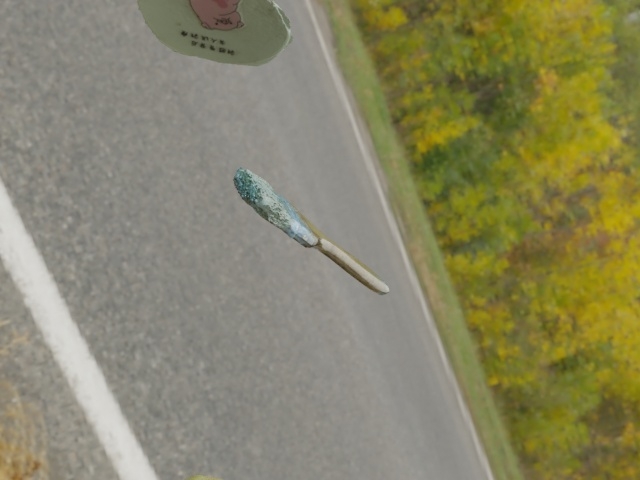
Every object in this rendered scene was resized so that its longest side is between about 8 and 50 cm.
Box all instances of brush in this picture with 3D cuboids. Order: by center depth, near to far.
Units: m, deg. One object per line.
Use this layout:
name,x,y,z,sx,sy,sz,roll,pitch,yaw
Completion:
brush,0.000,0.000,0.916,0.196,0.021,0.070,36,10,-35

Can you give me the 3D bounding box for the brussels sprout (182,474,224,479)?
brussels sprout,-0.158,0.458,1.332,0.227,0.259,0.294,45,45,-34

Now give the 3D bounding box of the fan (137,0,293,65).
fan,-0.108,-0.277,1.128,0.310,0.182,0.010,114,-14,-65
